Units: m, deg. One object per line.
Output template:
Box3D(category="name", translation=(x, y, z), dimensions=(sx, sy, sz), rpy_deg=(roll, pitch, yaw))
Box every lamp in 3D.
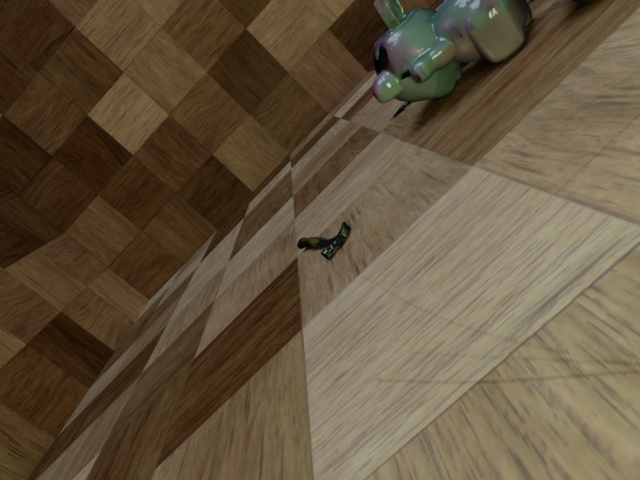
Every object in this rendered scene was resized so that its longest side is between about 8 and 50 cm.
Box3D(category="lamp", translation=(0.231, -0.416, 0.957), dimensions=(0.301, 0.247, 0.247), rpy_deg=(-21, 31, 44))

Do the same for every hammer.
Box3D(category="hammer", translation=(0.000, 0.000, 0.925), dimensions=(0.078, 0.021, 0.201), rpy_deg=(-50, 16, -14))

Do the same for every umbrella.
Box3D(category="umbrella", translation=(0.233, -0.368, 1.247), dimensions=(0.149, 0.022, 0.022), rpy_deg=(-37, -9, 33))

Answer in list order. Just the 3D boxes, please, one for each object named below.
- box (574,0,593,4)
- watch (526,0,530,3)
Box3D(category="box", translation=(0.460, -0.617, 0.693), dimensions=(0.396, 0.111, 0.397), rpy_deg=(110, 178, -57))
Box3D(category="watch", translation=(0.410, -0.599, 1.046), dimensions=(0.231, 0.244, 0.196), rpy_deg=(-64, -3, 41))
